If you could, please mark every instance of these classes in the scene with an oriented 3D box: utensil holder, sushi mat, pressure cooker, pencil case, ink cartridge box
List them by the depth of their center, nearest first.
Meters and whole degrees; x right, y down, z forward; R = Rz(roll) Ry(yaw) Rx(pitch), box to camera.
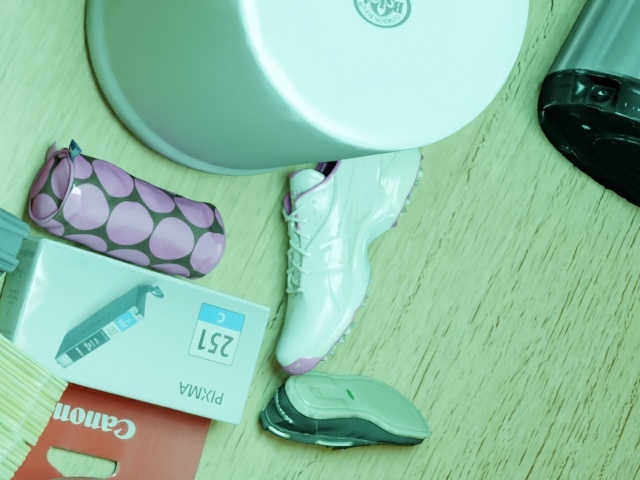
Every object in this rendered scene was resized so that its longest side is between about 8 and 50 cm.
[{"bbox_3d":[-0.399,0.118,1.774,0.316,0.019,0.151,41,72,-27],"label":"sushi mat"},{"bbox_3d":[-0.019,-0.229,1.827,0.327,0.385,0.327,-1,91,-25],"label":"utensil holder"},{"bbox_3d":[-0.202,-0.031,1.945,0.209,0.098,0.095,24,123,-34],"label":"pencil case"},{"bbox_3d":[-0.219,0.157,1.969,0.296,0.066,0.261,18,85,-33],"label":"ink cartridge box"},{"bbox_3d":[0.505,-0.245,2.199,0.370,0.375,0.420,34,79,-29],"label":"pressure cooker"}]

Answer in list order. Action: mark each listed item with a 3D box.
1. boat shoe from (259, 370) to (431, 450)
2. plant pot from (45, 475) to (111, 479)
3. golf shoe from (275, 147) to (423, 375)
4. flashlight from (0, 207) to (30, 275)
[{"bbox_3d":[0.032,0.207,2.146,0.233,0.084,0.079,14,127,-40],"label":"boat shoe"},{"bbox_3d":[-0.242,0.395,1.836,0.275,0.243,0.275,-1,96,-12],"label":"plant pot"},{"bbox_3d":[0.000,0.000,2.075,0.140,0.115,0.306,30,74,-22],"label":"golf shoe"},{"bbox_3d":[-0.427,-0.049,1.785,0.304,0.103,0.103,26,87,-31],"label":"flashlight"}]
